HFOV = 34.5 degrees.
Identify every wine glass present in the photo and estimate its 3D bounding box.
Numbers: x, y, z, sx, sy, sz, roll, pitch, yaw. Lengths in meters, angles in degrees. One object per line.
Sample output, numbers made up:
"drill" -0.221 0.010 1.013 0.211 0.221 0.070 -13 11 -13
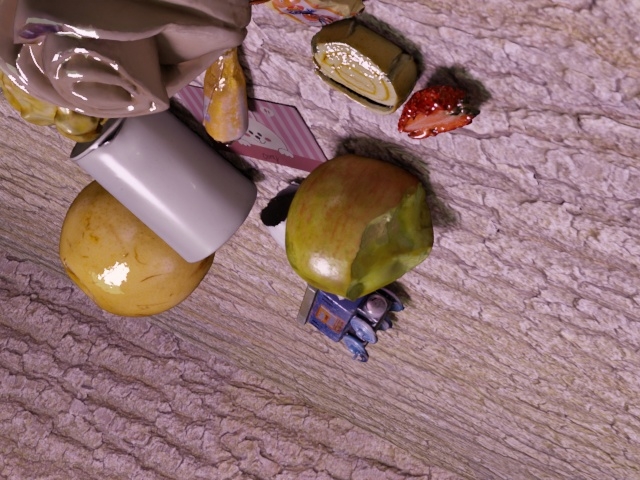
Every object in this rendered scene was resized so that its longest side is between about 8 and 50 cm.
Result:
"wine glass" 0.000 0.000 1.967 0.126 0.126 0.241 6 149 49

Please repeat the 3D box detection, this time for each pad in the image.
"pad" -0.121 -0.197 1.850 0.300 0.005 0.202 17 155 35

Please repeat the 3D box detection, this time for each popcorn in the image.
"popcorn" -0.427 -0.284 1.690 0.256 0.195 0.255 -17 123 43

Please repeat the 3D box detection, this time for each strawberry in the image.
"strawberry" 0.155 -0.177 1.417 0.104 0.048 0.152 7 170 -30

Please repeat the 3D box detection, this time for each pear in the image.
"pear" -0.409 0.007 2.297 0.348 0.348 0.348 28 159 11

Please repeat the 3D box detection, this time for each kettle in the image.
"kettle" -0.298 -0.147 2.006 0.205 0.265 0.318 -33 118 33

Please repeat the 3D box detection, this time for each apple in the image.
"apple" 0.060 -0.012 1.705 0.246 0.226 0.246 28 162 10

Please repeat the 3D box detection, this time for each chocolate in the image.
"chocolate" -0.157 -0.252 1.685 0.086 0.085 0.219 27 151 12

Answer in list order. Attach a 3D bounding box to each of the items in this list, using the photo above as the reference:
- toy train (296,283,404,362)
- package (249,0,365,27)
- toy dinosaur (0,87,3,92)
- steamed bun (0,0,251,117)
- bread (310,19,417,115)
"toy train" 0.061 0.143 2.219 0.202 0.131 0.299 37 160 7
"package" -0.014 -0.307 1.343 0.121 0.031 0.108 6 177 -37
"toy dinosaur" -0.688 -0.349 2.275 0.220 0.032 0.108 37 162 -8
"steamed bun" -0.287 -0.303 1.372 0.368 0.255 0.342 -14 142 34
"bread" 0.057 -0.241 1.414 0.156 0.064 0.117 34 155 -3
